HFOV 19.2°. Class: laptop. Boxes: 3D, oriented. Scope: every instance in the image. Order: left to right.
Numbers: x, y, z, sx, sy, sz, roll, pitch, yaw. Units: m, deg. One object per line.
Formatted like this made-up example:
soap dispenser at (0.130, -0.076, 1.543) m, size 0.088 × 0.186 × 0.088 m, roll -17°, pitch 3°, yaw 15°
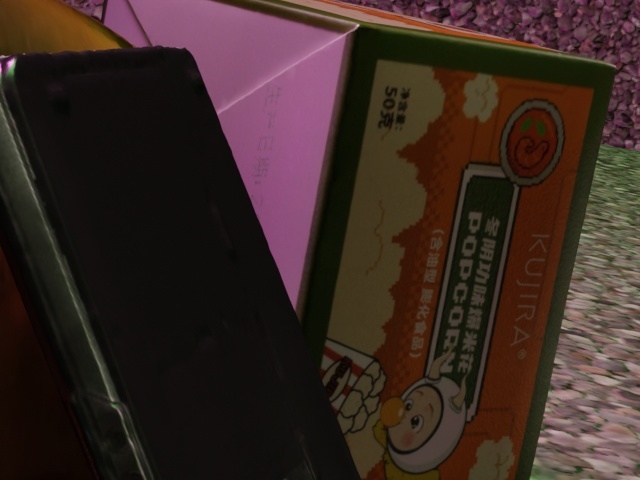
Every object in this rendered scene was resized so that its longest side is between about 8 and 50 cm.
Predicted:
laptop at (-0.029, 0.044, 0.519) m, size 0.026 × 0.207 × 0.154 m, roll -22°, pitch 1°, yaw 14°

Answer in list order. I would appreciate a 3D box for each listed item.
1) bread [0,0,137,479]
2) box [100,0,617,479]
bread at (-0.137, 0.020, 0.574) m, size 0.156 × 0.204 × 0.288 m, roll -7°, pitch -1°, yaw 20°
box at (0.000, 0.000, 0.781) m, size 0.148 × 0.195 × 0.177 m, roll 4°, pitch 11°, yaw -39°
